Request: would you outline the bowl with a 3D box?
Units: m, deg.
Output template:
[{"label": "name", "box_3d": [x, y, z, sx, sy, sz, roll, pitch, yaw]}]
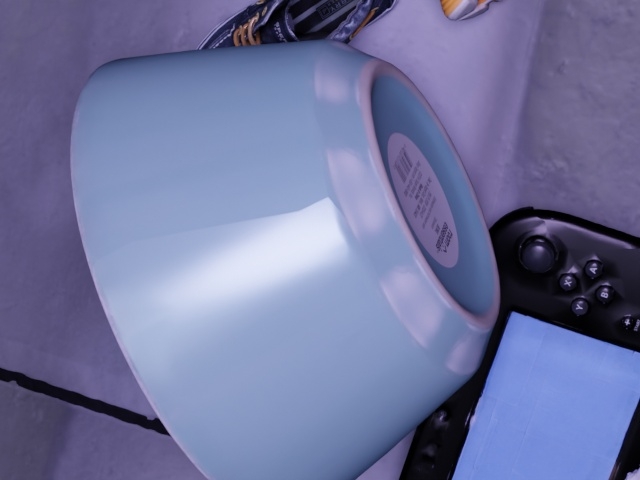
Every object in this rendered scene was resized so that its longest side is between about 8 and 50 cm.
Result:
[{"label": "bowl", "box_3d": [0.000, 0.000, 1.101, 0.163, 0.311, 0.311, -24, 96, 21]}]

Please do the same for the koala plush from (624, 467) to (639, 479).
[{"label": "koala plush", "box_3d": [0.288, 0.140, 1.094, 0.221, 0.196, 0.203, -40, 115, 9]}]

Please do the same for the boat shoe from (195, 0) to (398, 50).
[{"label": "boat shoe", "box_3d": [-0.033, -0.135, 1.196, 0.183, 0.083, 0.065, -33, 92, 23]}]

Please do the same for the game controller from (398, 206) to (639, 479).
[{"label": "game controller", "box_3d": [0.151, 0.136, 1.216, 0.166, 0.067, 0.319, 21, 111, 12]}]

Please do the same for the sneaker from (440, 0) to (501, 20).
[{"label": "sneaker", "box_3d": [0.132, -0.237, 1.118, 0.215, 0.084, 0.083, -45, 74, 20]}]
